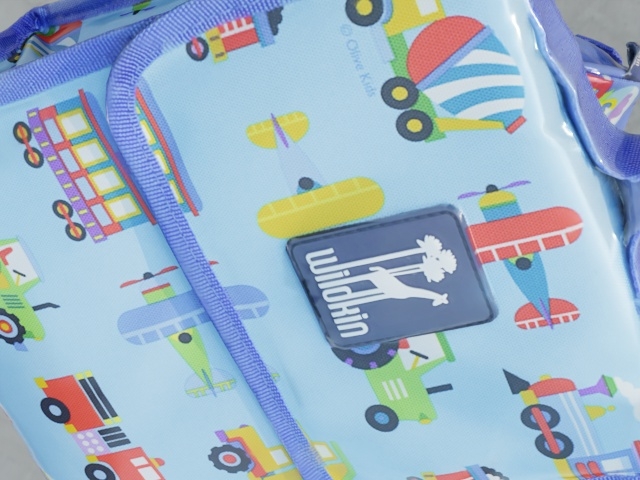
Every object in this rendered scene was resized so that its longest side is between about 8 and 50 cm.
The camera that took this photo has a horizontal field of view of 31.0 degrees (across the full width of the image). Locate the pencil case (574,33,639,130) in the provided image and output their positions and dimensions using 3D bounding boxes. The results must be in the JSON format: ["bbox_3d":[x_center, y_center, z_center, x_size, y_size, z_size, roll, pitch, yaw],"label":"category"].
[{"bbox_3d":[0.110,-0.001,0.757,0.133,0.119,0.306,1,116,-32],"label":"pencil case"}]

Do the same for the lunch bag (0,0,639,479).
[{"bbox_3d":[0.000,0.000,0.439,0.293,0.138,0.221,-10,116,35],"label":"lunch bag"}]
